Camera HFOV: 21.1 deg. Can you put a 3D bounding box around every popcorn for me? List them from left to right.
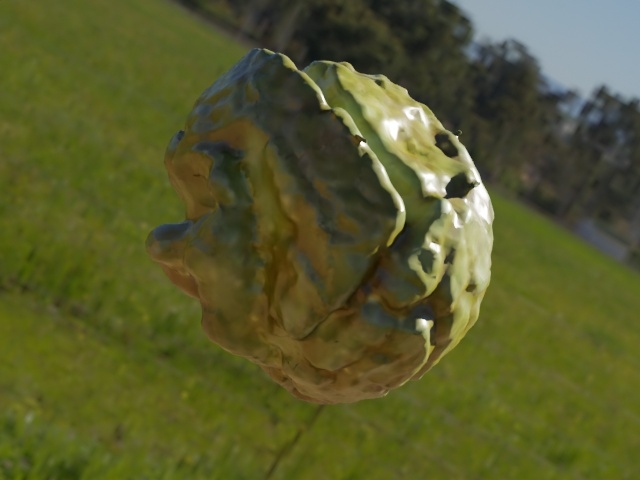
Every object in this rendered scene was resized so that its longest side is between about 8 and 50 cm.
[{"bbox_3d":[0.007,-0.002,1.333,0.282,0.247,0.282,33,13,-9],"label":"popcorn"}]
